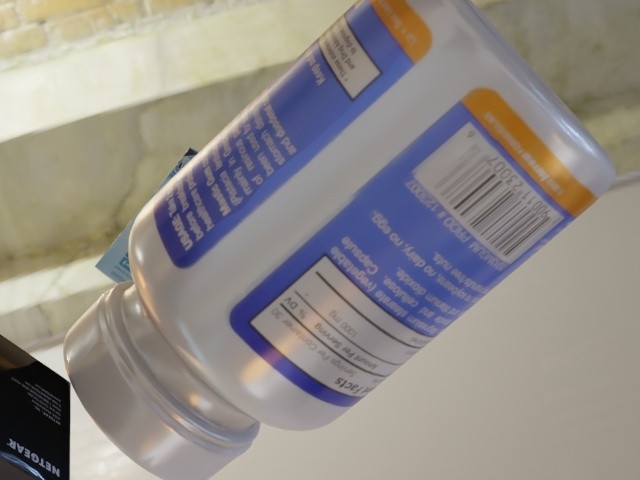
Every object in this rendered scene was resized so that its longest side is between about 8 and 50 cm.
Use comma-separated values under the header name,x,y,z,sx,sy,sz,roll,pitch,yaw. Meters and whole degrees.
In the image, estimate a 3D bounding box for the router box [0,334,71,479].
name,x,y,z,sx,sy,sz,roll,pitch,yaw
router box,-0.304,0.075,0.502,0.243,0.309,0.081,-35,-143,17

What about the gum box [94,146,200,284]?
name,x,y,z,sx,sy,sz,roll,pitch,yaw
gum box,-0.153,-0.003,1.324,0.157,0.041,0.184,31,-102,42

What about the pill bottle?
name,x,y,z,sx,sy,sz,roll,pitch,yaw
pill bottle,0.000,0.000,0.588,0.272,0.152,0.152,-42,-148,15
